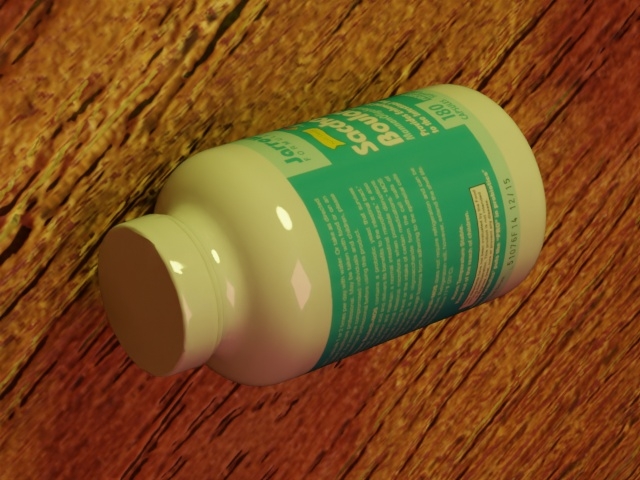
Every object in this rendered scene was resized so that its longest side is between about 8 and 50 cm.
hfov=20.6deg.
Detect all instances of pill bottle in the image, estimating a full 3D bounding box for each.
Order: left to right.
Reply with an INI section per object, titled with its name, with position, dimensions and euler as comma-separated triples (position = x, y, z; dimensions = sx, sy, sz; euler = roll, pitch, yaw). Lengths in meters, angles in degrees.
[pill bottle]
position = 0.000, 0.000, 1.070
dimensions = 0.264, 0.146, 0.146
euler = -19, 124, -36
